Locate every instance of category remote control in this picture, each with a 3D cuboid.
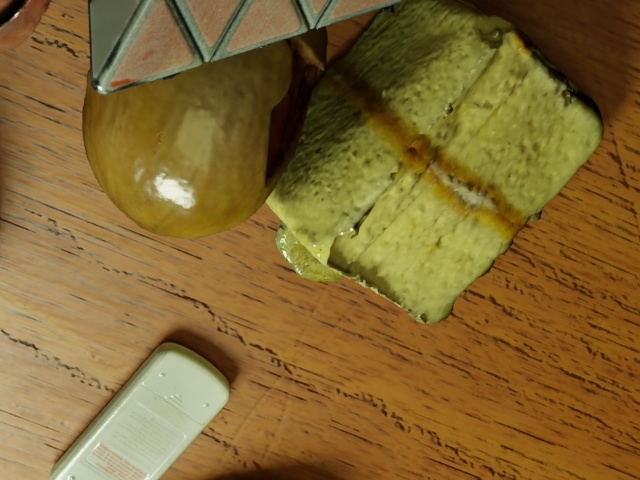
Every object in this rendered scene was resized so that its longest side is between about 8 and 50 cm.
[{"bbox_3d":[-0.170,0.183,1.883,0.087,0.029,0.190,36,106,-18],"label":"remote control"}]

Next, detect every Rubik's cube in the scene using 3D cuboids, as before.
[{"bbox_3d":[-0.073,-0.258,1.526,0.228,0.229,0.233,-12,100,9],"label":"Rubik's cube"}]

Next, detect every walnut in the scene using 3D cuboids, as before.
[{"bbox_3d":[-0.103,-0.150,1.660,0.203,0.203,0.297,10,87,-9],"label":"walnut"}]

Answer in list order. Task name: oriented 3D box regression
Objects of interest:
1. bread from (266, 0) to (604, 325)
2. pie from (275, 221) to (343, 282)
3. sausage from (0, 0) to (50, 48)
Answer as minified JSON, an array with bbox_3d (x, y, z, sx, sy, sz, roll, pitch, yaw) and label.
[{"bbox_3d":[0.118,-0.057,1.721,0.236,0.198,0.263,37,99,-26],"label":"bread"},{"bbox_3d":[0.000,0.000,1.825,0.084,0.020,0.084,-1,111,-4],"label":"pie"},{"bbox_3d":[-0.315,-0.284,1.605,0.152,0.152,0.279,-34,110,10],"label":"sausage"}]
